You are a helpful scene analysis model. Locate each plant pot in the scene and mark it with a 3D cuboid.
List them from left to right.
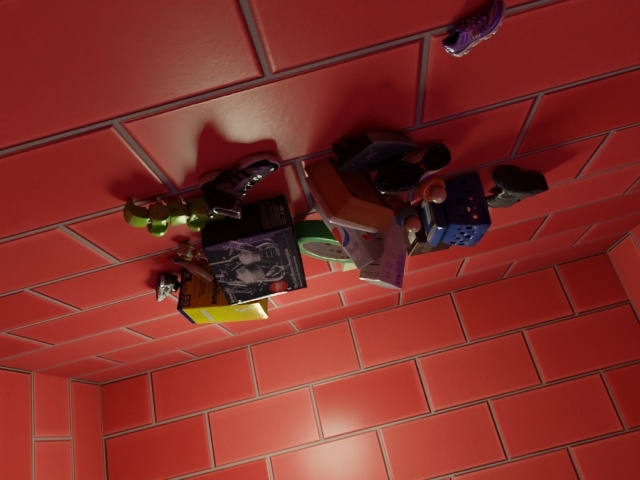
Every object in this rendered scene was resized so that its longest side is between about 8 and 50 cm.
[{"bbox_3d":[0.533,-0.112,2.032,0.211,0.236,0.236,-6,158,-1],"label":"plant pot"}]

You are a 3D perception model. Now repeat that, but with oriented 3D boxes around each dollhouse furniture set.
[{"bbox_3d":[-0.464,0.046,2.017,0.160,0.101,0.182,9,160,8],"label":"dollhouse furniture set"}]

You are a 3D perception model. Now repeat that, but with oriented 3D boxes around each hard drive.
[{"bbox_3d":[0.178,-0.278,1.579,0.254,0.054,0.172,-8,161,-48],"label":"hard drive"}]

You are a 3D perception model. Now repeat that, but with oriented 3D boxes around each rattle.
[{"bbox_3d":[-0.513,0.078,2.083,0.199,0.143,0.130,38,178,-17],"label":"rattle"}]

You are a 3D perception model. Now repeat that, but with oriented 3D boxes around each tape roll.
[{"bbox_3d":[0.040,0.009,2.043,0.320,0.077,0.321,11,164,3],"label":"tape roll"}]

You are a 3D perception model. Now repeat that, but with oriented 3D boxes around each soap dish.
[{"bbox_3d":[0.104,-0.150,1.692,0.290,0.229,0.118,13,129,-48],"label":"soap dish"}]

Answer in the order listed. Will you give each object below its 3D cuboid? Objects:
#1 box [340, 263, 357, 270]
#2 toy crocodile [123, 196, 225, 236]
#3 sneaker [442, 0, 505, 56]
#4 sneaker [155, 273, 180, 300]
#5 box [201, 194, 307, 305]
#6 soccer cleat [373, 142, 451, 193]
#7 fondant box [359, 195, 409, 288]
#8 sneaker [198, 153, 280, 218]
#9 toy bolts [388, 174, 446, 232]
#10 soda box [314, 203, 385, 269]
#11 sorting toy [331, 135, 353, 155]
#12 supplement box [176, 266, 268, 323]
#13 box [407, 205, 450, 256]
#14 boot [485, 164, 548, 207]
[{"bbox_3d":[0.212,0.030,2.313,0.242,0.118,0.214,-12,158,-7],"label":"box"},{"bbox_3d":[-0.463,-0.093,1.645,0.340,0.105,0.115,-9,158,-25],"label":"toy crocodile"},{"bbox_3d":[0.361,-0.504,1.190,0.071,0.069,0.170,10,149,-35],"label":"sneaker"},{"bbox_3d":[-0.685,0.215,2.259,0.106,0.078,0.234,-2,153,-23],"label":"sneaker"},{"bbox_3d":[-0.236,0.043,1.840,0.312,0.179,0.344,-13,136,0],"label":"box"},{"bbox_3d":[0.294,-0.226,1.675,0.318,0.109,0.116,-29,180,-26],"label":"soccer cleat"},{"bbox_3d":[0.266,0.014,2.016,0.096,0.331,0.238,4,170,31],"label":"fondant box"},{"bbox_3d":[-0.238,-0.156,1.537,0.268,0.153,0.101,-18,158,10],"label":"sneaker"},{"bbox_3d":[0.323,-0.144,1.804,0.218,0.159,0.229,4,125,-28],"label":"toy bolts"},{"bbox_3d":[0.107,-0.043,1.840,0.091,0.286,0.098,-34,-178,42],"label":"soda box"},{"bbox_3d":[0.069,-0.283,1.569,0.061,0.042,0.102,-7,157,-17],"label":"sorting toy"},{"bbox_3d":[-0.420,0.234,2.209,0.355,0.194,0.195,-5,152,5],"label":"supplement box"},{"bbox_3d":[0.475,-0.048,2.213,0.202,0.169,0.167,-10,157,-9],"label":"box"},{"bbox_3d":[0.776,-0.203,2.111,0.337,0.118,0.222,7,155,-34],"label":"boot"}]
